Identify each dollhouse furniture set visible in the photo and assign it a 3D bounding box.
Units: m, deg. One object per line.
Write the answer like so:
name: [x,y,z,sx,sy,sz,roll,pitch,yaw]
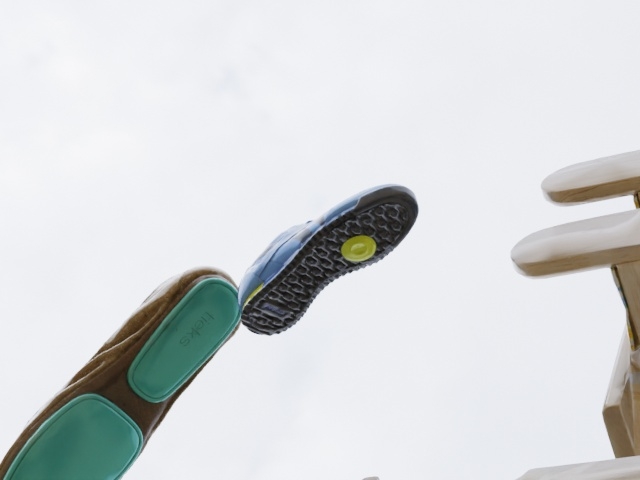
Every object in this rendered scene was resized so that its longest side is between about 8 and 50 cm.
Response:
dollhouse furniture set: [0.212,0.172,1.002,0.257,0.394,0.362,-12,-70,26]

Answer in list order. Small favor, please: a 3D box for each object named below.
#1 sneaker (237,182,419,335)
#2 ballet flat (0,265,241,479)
sneaker: [0.000,0.000,1.151,0.069,0.082,0.209,33,-57,-30]
ballet flat: [-0.219,0.157,1.325,0.116,0.124,0.342,46,-106,-24]
